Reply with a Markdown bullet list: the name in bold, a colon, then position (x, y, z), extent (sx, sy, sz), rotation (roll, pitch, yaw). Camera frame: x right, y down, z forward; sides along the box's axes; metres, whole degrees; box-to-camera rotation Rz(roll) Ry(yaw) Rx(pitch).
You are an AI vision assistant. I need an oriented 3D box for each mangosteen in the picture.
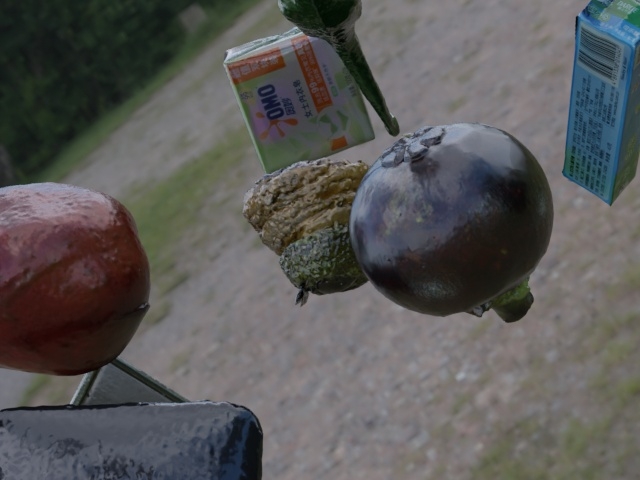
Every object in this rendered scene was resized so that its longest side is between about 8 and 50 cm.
- **mangosteen**: position (0.165, 0.002, 1.617), extent (0.231, 0.289, 0.231), rotation (-27, 32, 19)

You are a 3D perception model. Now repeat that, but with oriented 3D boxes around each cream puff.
- **cream puff**: position (0.000, 0.000, 1.859), extent (0.183, 0.168, 0.183), rotation (-10, -18, -3)

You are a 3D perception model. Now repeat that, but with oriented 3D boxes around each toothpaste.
- **toothpaste**: position (0.275, -0.133, 1.390), extent (0.050, 0.065, 0.266), rotation (-48, -24, -20)

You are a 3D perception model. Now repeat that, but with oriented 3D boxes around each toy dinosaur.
- **toy dinosaur**: position (0.015, -0.204, 1.509), extent (0.087, 0.300, 0.447), rotation (-15, 14, 10)

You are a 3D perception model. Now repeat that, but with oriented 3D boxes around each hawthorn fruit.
- **hawthorn fruit**: position (-0.383, 0.053, 1.921), extent (0.307, 0.265, 0.265), rotation (-4, -3, -26)

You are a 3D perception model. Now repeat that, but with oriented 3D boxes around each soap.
- **soap**: position (-0.032, -0.219, 2.187), extent (0.182, 0.199, 0.138), rotation (-19, 18, 4)

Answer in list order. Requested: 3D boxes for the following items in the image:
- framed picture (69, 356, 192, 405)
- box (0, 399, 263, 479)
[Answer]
- **framed picture**: position (-0.286, 0.319, 2.192), extent (0.024, 0.232, 0.315), rotation (-49, 13, 35)
- **box**: position (-0.242, 0.356, 1.727), extent (0.359, 0.350, 0.091), rotation (-2, -30, -4)
